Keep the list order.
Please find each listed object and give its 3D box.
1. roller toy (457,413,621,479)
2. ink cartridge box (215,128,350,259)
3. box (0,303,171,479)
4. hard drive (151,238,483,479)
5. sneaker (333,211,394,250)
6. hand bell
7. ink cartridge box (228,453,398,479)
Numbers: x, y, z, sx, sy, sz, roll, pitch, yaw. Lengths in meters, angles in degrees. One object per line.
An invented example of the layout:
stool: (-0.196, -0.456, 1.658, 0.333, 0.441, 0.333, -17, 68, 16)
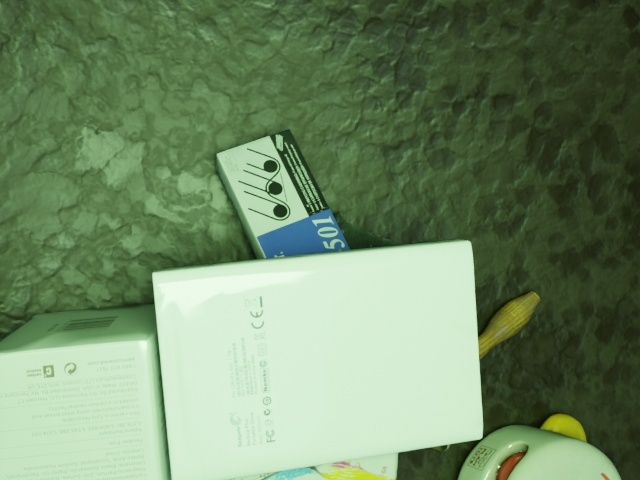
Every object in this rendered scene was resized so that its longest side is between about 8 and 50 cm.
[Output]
roller toy: (0.279, 0.339, 1.036, 0.191, 0.146, 0.209, -3, 89, -22)
ink cartridge box: (-0.039, -0.023, 0.939, 0.097, 0.046, 0.207, -21, 75, -16)
box: (-0.236, 0.259, 0.862, 0.169, 0.215, 0.345, -5, 95, -4)
hard drive: (0.002, 0.118, 0.803, 0.319, 0.040, 0.210, -6, 95, -13)
sneaker: (0.001, 0.000, 0.994, 0.170, 0.051, 0.089, 28, 77, -9)
hand bell: (0.199, 0.144, 1.039, 0.242, 0.126, 0.126, -39, 102, -20)
ink cartridge box: (-0.031, 0.234, 0.927, 0.197, 0.198, 0.269, 2, 93, -14)
